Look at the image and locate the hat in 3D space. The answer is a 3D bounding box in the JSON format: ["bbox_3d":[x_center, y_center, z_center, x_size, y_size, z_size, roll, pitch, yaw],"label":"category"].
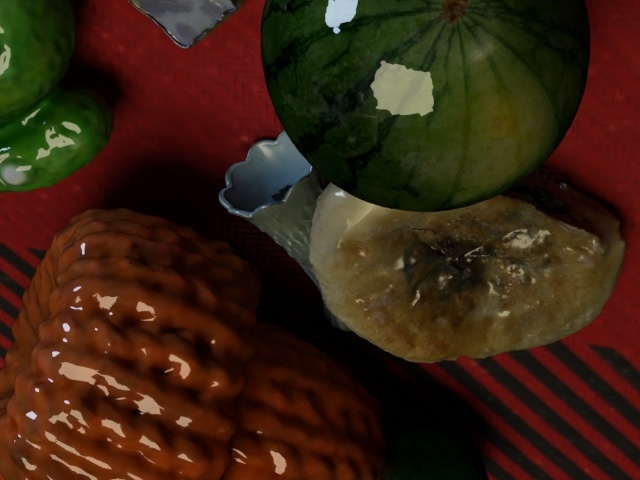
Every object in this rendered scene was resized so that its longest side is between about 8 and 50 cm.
[{"bbox_3d":[-0.057,0.165,1.100,0.400,0.285,0.285,28,137,-10],"label":"hat"}]

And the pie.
[{"bbox_3d":[0.092,0.016,1.014,0.218,0.052,0.185,17,134,-21],"label":"pie"}]

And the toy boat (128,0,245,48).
[{"bbox_3d":[-0.108,-0.177,0.965,0.115,0.016,0.063,42,134,-19],"label":"toy boat"}]

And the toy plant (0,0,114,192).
[{"bbox_3d":[-0.311,-0.115,1.028,0.315,0.184,0.224,-13,120,14],"label":"toy plant"}]

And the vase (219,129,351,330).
[{"bbox_3d":[0.000,0.000,1.058,0.081,0.081,0.149,-12,131,32],"label":"vase"}]

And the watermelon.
[{"bbox_3d":[0.057,-0.109,0.851,0.188,0.188,0.214,26,172,-4],"label":"watermelon"}]
